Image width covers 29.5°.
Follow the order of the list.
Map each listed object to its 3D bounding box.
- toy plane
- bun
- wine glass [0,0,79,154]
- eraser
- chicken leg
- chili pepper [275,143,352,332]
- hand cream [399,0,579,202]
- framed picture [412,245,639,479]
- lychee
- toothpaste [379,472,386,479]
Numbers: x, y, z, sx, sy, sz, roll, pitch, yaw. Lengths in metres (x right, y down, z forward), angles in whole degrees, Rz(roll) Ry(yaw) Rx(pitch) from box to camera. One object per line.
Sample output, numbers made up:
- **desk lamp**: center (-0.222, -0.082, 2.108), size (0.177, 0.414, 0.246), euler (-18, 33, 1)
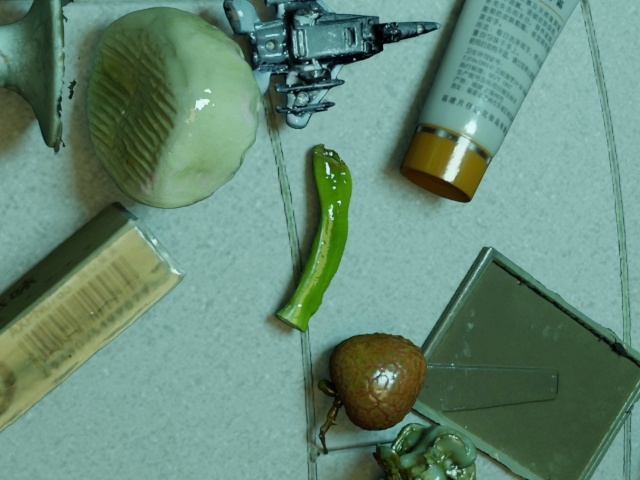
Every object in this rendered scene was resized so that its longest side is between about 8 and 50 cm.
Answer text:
- **toy plane**: center (0.020, -0.207, 1.256), size (0.246, 0.078, 0.169), euler (-10, 100, -16)
- **bun**: center (-0.140, -0.131, 1.178), size (0.128, 0.193, 0.178), euler (-1, 124, -43)
- **wine glass**: center (-0.400, -0.164, 1.073), size (0.357, 0.190, 0.190), euler (-3, 98, -21)
- **eraser**: center (-0.294, 0.103, 1.164), size (0.343, 0.144, 0.078), euler (-41, 109, -10)
- **chicken leg**: center (0.193, 0.348, 1.324), size (0.429, 0.201, 0.152), euler (56, 39, -24)
- **chili pepper**: center (0.000, 0.000, 1.298), size (0.052, 0.050, 0.201), euler (12, 92, -56)
- **hand cream**: center (0.183, -0.199, 1.308), size (0.140, 0.089, 0.314), euler (31, 83, -20)
- **framed picture**: center (0.244, 0.163, 1.411), size (0.281, 0.019, 0.209), euler (35, 86, -19)
- **lychee**: center (0.051, 0.161, 1.304), size (0.140, 0.101, 0.114), euler (-42, 117, -15)
- **toothpaste**: center (0.036, 0.357, 1.359), size (0.075, 0.048, 0.296), euler (35, 89, -18)
